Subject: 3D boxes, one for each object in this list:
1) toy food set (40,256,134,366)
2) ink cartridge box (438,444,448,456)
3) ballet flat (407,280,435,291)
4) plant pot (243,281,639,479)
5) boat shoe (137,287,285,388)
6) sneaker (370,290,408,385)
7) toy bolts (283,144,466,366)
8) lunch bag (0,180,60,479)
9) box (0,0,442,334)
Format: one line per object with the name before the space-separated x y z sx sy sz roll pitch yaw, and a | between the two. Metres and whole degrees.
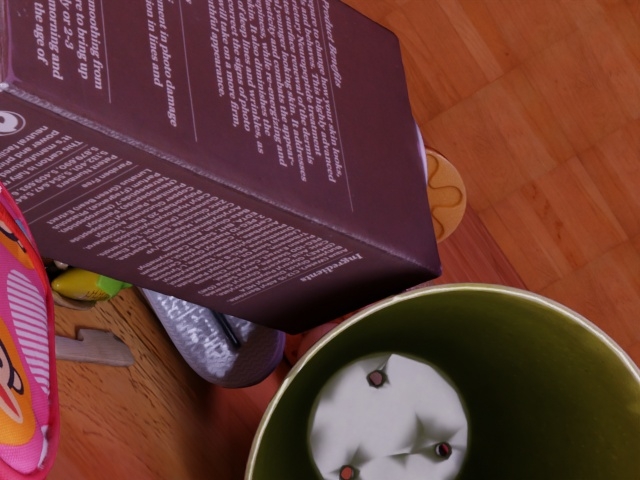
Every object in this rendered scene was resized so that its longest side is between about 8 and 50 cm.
toy food set | -0.169 -0.014 0.948 0.192 0.039 0.132 61 12 13
ink cartridge box | 0.144 0.197 1.432 0.135 0.056 0.099 58 -5 -31
ballet flat | 0.023 -0.033 1.652 0.123 0.123 0.348 38 23 -60
plant pot | 0.073 0.160 1.061 0.274 0.275 0.293 58 -5 -4
boat shoe | -0.124 -0.028 1.080 0.302 0.109 0.094 64 -10 -2
sneaker | 0.059 0.079 1.487 0.299 0.112 0.121 53 13 -22
toy bolts | 0.000 0.000 1.285 0.228 0.218 0.158 37 23 -14
lunch bag | -0.224 -0.029 0.590 0.293 0.120 0.258 54 8 -28
box | -0.095 -0.085 0.901 0.381 0.143 0.191 21 52 -47
